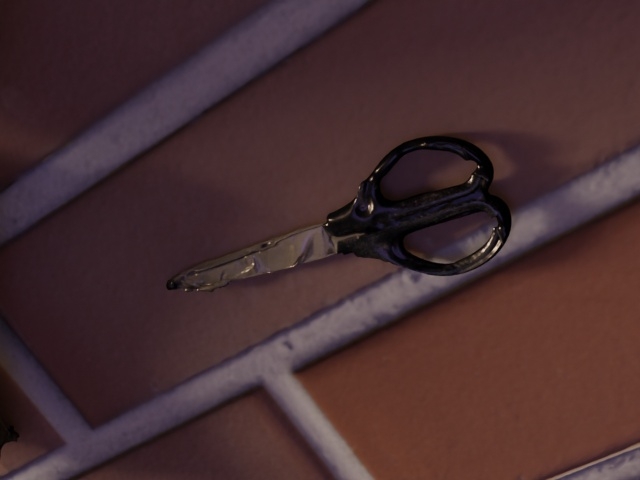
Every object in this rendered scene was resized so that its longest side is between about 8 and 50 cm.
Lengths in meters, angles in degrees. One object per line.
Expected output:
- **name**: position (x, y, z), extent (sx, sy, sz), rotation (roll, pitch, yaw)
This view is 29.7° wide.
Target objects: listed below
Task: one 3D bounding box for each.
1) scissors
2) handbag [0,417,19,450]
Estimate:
- **scissors**: position (0.000, 0.000, 0.934), extent (0.300, 0.022, 0.109), rotation (-16, 107, 25)
- **handbag**: position (-0.445, 0.074, 1.047), extent (0.327, 0.162, 0.325), rotation (5, 122, 7)
